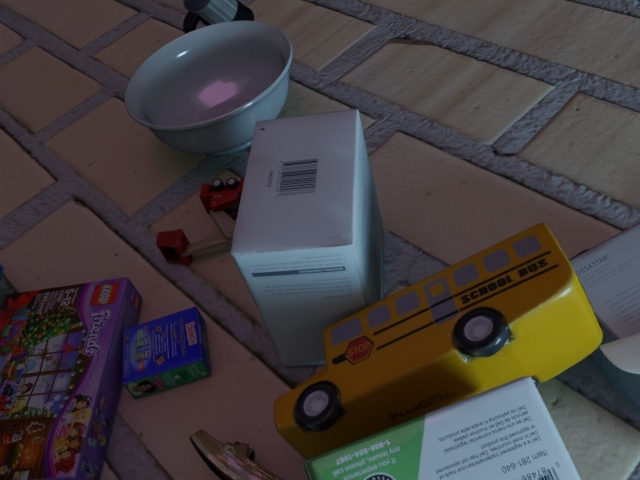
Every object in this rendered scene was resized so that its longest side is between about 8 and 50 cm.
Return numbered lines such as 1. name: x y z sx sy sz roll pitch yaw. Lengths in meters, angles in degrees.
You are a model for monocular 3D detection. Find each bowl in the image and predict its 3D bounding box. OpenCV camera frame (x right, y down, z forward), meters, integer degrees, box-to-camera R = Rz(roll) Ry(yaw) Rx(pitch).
1. bowl: -0.176 -0.245 1.163 0.297 0.134 0.298 -9 48 10

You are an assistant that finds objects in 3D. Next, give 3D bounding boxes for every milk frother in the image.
1. milk frother: -0.190 -0.446 1.346 0.143 0.134 0.129 17 87 33

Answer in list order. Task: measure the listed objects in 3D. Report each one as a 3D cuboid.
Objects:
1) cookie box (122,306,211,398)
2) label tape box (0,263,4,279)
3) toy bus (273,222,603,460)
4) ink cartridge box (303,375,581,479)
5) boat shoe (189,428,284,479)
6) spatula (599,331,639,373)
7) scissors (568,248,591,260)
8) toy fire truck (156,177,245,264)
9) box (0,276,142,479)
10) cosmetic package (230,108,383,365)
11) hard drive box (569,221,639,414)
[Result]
1. cookie box: -0.204 0.148 0.881 0.107 0.040 0.092 -18 46 2
2. label tape box: -0.655 0.159 0.960 0.347 0.115 0.249 -23 45 13
3. toy bus: 0.114 0.119 0.696 0.332 0.108 0.130 -28 37 14
4. ink cartridge box: 0.126 0.280 0.531 0.201 0.117 0.278 -18 69 -8
5. boat shoe: -0.091 0.253 0.749 0.135 0.050 0.045 32 61 26
6. spatula: 0.409 0.126 0.605 0.241 0.019 0.168 -17 42 1
7. scissors: 0.227 0.102 0.806 0.296 0.021 0.109 -23 44 -5
8. toy fire truck: -0.145 -0.034 1.022 0.191 0.047 0.135 -6 48 11
9. box: -0.365 0.189 0.883 0.200 0.057 0.294 -8 47 10
10. cosmetic package: 0.000 0.000 0.823 0.138 0.225 0.224 -4 48 10
11. hard drive box: 0.389 0.092 0.712 0.181 0.089 0.232 -26 47 -7
